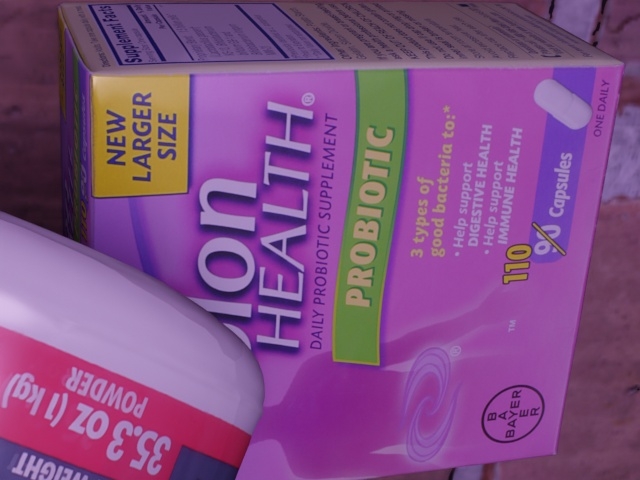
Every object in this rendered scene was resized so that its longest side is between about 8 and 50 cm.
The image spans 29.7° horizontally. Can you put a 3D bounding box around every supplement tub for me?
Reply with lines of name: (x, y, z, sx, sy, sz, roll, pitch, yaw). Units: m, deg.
supplement tub: (-0.148, 0.128, 0.396, 0.191, 0.191, 0.272, 27, 76, -27)

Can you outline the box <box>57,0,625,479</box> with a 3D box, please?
box: (0.000, 0.000, 0.592, 0.243, 0.117, 0.213, -3, 115, -17)
